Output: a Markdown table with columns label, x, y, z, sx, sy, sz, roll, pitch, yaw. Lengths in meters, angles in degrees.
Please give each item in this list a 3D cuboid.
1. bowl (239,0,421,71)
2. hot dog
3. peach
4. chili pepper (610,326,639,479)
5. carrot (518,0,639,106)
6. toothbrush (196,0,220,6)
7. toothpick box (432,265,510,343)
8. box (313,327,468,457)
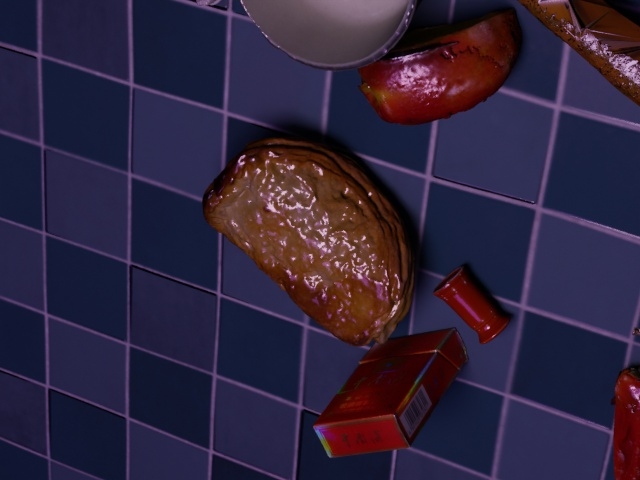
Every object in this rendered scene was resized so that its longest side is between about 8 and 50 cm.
| label | x | y | z | sx | sy | sz | roll | pitch | yaw |
| --- | --- | --- | --- | --- | --- | --- | --- | --- | --- |
| bowl | 0.024 | -0.284 | 1.608 | 0.211 | 0.112 | 0.211 | 14 | 121 | 25 |
| hot dog | 0.000 | -0.003 | 1.801 | 0.259 | 0.114 | 0.175 | 43 | 125 | -2 |
| peach | 0.122 | -0.169 | 1.641 | 0.172 | 0.127 | 0.092 | -14 | 104 | 8 |
| chili pepper | 0.341 | 0.209 | 1.773 | 0.059 | 0.050 | 0.267 | 6 | 123 | 8 |
| carrot | 0.274 | -0.193 | 1.557 | 0.229 | 0.069 | 0.069 | 40 | 130 | 5 |
| toothbrush | -0.053 | -0.347 | 1.671 | 0.025 | 0.029 | 0.307 | 45 | 130 | 8 |
| toothpick box | 0.167 | 0.072 | 1.790 | 0.083 | 0.047 | 0.047 | 48 | 130 | -5 |
| box | 0.080 | 0.167 | 1.813 | 0.112 | 0.175 | 0.048 | -13 | 112 | 34 |
